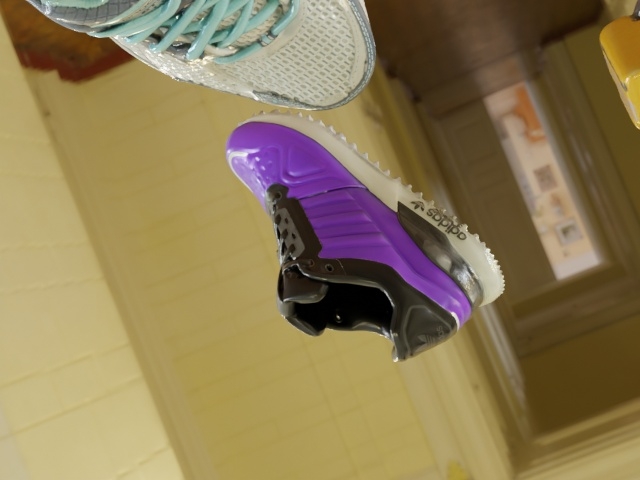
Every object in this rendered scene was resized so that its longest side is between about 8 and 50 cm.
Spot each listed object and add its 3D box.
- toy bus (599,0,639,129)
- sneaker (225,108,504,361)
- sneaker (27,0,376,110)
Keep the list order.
[{"bbox_3d":[0.387,-0.158,0.842,0.332,0.130,0.108,-21,-150,13],"label":"toy bus"},{"bbox_3d":[0.000,0.000,0.976,0.146,0.293,0.102,-44,150,-22],"label":"sneaker"},{"bbox_3d":[-0.081,-0.119,0.498,0.283,0.122,0.110,28,117,-35],"label":"sneaker"}]
